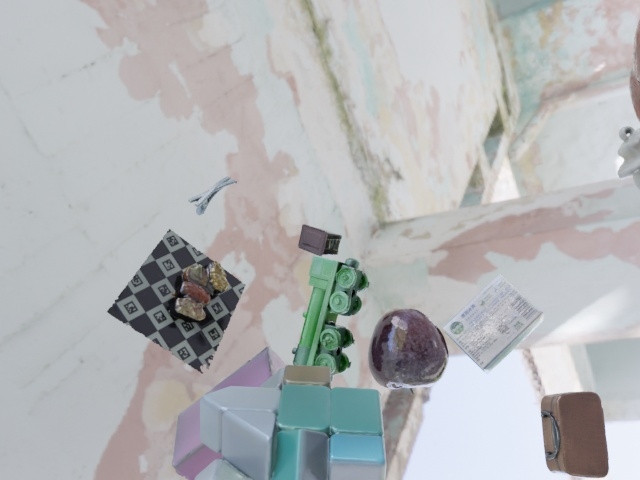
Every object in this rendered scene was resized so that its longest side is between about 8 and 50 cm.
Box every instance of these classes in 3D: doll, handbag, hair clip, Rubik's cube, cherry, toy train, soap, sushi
[{"bbox_3d":[0.609,-0.086,1.086,0.293,0.138,0.119,45,178,1],"label":"doll"},{"bbox_3d":[0.585,0.447,1.512,0.151,0.072,0.193,8,-106,-18],"label":"handbag"},{"bbox_3d":[-0.222,-0.095,1.354,0.115,0.030,0.039,-41,-26,-32],"label":"hair clip"},{"bbox_3d":[-0.037,0.278,0.757,0.265,0.213,0.224,-86,-1,-70],"label":"Rubik's cube"},{"bbox_3d":[0.182,0.224,1.329,0.176,0.140,0.176,2,-97,-17],"label":"cherry"},{"bbox_3d":[0.014,0.152,1.297,0.085,0.119,0.251,19,-94,-59],"label":"toy train"},{"bbox_3d":[-0.177,0.355,1.329,0.081,0.259,0.181,49,-174,-21],"label":"soap"},{"bbox_3d":[-0.308,0.127,1.528,0.264,0.050,0.290,38,-136,-15],"label":"sushi"}]

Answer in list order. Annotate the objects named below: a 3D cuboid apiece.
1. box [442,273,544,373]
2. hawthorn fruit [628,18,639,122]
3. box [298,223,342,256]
[{"bbox_3d":[0.411,0.199,1.550,0.139,0.194,0.073,47,-178,30],"label":"box"},{"bbox_3d":[0.501,-0.207,0.748,0.284,0.284,0.284,31,-126,-55],"label":"hawthorn fruit"},{"bbox_3d":[0.000,0.000,1.514,0.063,0.084,0.060,3,-79,-45],"label":"box"}]
